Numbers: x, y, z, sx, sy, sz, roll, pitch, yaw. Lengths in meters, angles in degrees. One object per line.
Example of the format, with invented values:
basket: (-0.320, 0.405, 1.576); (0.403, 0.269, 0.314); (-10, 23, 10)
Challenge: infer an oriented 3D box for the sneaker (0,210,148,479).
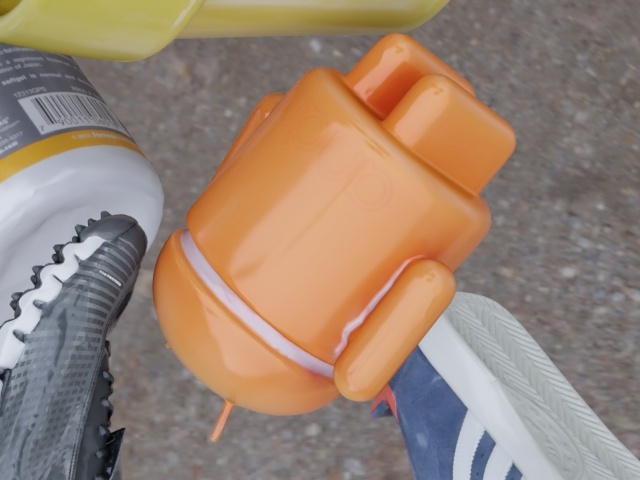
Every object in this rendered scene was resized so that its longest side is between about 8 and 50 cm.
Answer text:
sneaker: (-0.132, 0.098, 0.785); (0.106, 0.078, 0.234); (31, 67, -3)

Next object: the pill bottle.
pill bottle: (-0.237, -0.085, 1.053); (0.162, 0.162, 0.278); (-47, 63, 16)

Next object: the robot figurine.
robot figurine: (-0.001, -0.001, 0.819); (0.158, 0.128, 0.219); (43, 101, 8)

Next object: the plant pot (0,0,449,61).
plant pot: (-0.045, -0.208, 0.831); (0.254, 0.239, 0.254); (-24, 62, 56)

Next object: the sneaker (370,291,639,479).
sneaker: (0.154, 0.201, 1.178); (0.148, 0.131, 0.350); (-57, 46, 27)
